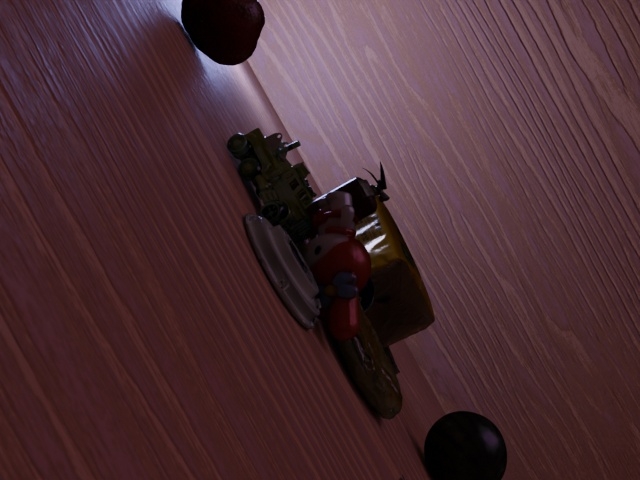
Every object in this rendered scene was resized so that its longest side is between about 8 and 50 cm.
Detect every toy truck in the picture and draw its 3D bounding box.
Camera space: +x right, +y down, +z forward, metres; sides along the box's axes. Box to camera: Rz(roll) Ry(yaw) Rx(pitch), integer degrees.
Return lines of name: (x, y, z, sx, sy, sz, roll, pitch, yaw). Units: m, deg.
toy truck: (-0.082, -0.123, 1.558, 0.259, 0.135, 0.128, 67, 8, 31)

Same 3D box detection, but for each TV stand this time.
TV stand: (0.192, 0.332, 2.261, 0.036, 0.042, 0.249, 57, 6, -18)

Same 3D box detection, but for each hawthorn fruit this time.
hawthorn fruit: (-0.274, -0.597, 1.978, 0.266, 0.210, 0.230, 35, 27, -37)

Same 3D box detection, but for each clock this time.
clock: (-0.055, 0.046, 1.341, 0.236, 0.053, 0.236, 61, 6, -10)

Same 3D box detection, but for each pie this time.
pie: (0.088, 0.236, 1.590, 0.306, 0.071, 0.306, 58, 9, -14)

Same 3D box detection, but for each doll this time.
doll: (0.031, 0.053, 1.459, 0.161, 0.130, 0.290, 148, -54, -60)

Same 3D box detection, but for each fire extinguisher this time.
fire extinguisher: (0.040, -0.076, 1.721, 0.104, 0.269, 0.105, 60, 6, -10)

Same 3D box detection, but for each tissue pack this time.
tissue pack: (0.159, 0.076, 2.238, 0.293, 0.228, 0.382, 60, 9, -36)

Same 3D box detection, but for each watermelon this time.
watermelon: (0.364, 0.534, 1.909, 0.212, 0.212, 0.212, 60, 5, -9)

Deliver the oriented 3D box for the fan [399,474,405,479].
fan: (0.165, 0.471, 1.419, 0.060, 0.003, 0.080, 62, 5, 14)

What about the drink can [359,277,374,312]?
drink can: (0.050, 0.092, 1.750, 0.205, 0.118, 0.118, 53, 9, -52)

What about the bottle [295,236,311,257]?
bottle: (-0.056, -0.014, 1.652, 0.140, 0.053, 0.053, 62, 5, 14)
